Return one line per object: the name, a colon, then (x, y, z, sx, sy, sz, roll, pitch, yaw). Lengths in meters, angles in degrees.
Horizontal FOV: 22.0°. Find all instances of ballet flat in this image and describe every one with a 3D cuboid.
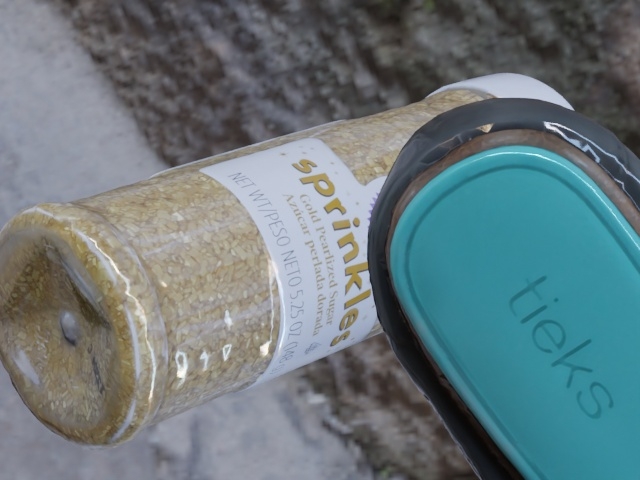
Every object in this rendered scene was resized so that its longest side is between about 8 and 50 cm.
ballet flat: (0.106, 0.087, 0.415, 0.280, 0.095, 0.096, 63, 10, -4)

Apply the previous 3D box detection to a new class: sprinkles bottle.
sprinkles bottle: (0.000, 0.000, 0.870, 0.355, 0.121, 0.121, -20, 96, -43)
